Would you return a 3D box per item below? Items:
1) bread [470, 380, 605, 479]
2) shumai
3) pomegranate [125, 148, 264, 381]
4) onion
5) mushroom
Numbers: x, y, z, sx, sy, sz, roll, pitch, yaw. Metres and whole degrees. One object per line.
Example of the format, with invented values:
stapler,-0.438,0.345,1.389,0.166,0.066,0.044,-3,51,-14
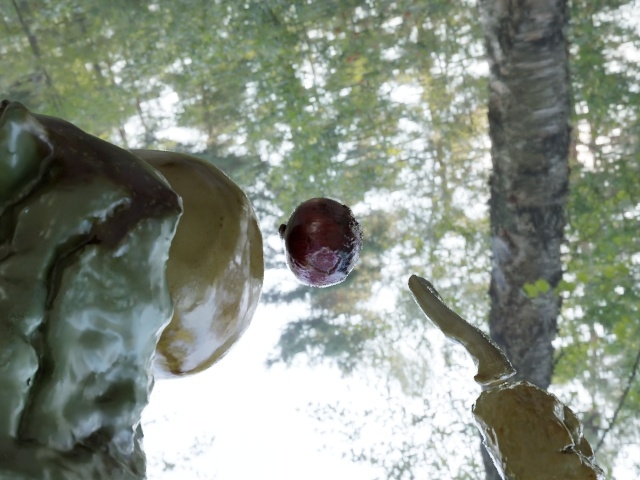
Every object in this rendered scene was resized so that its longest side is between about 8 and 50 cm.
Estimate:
bread,0.342,0.320,1.188,0.134,0.244,0.244,-34,-162,14
shumai,-0.280,0.046,0.709,0.397,0.324,0.323,28,-90,44
pomegranate,-0.218,0.041,0.983,0.319,0.319,0.319,-14,-159,6
onion,0.000,0.000,1.097,0.131,0.131,0.131,-14,-159,6
mushroom,0.190,0.125,1.083,0.054,0.202,0.059,-47,153,12
